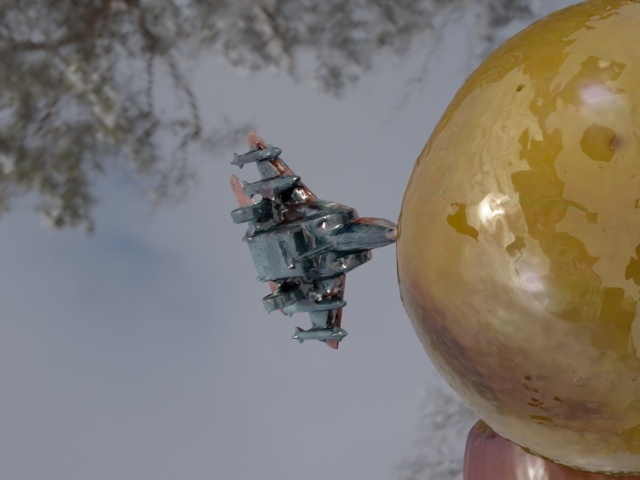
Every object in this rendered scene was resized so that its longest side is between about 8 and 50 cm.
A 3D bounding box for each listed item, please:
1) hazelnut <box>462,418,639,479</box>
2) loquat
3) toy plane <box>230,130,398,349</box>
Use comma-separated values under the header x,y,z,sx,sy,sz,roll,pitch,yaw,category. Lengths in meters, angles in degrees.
x,y,z,sx,sy,sz,roll,pitch,yaw,category
0.224,0.210,1.441,0.181,0.212,0.181,54,-133,-8,hazelnut
0.229,0.000,1.144,0.328,0.359,0.328,-10,-72,-33,loquat
-0.007,0.003,1.547,0.104,0.326,0.223,-22,-83,-15,toy plane
